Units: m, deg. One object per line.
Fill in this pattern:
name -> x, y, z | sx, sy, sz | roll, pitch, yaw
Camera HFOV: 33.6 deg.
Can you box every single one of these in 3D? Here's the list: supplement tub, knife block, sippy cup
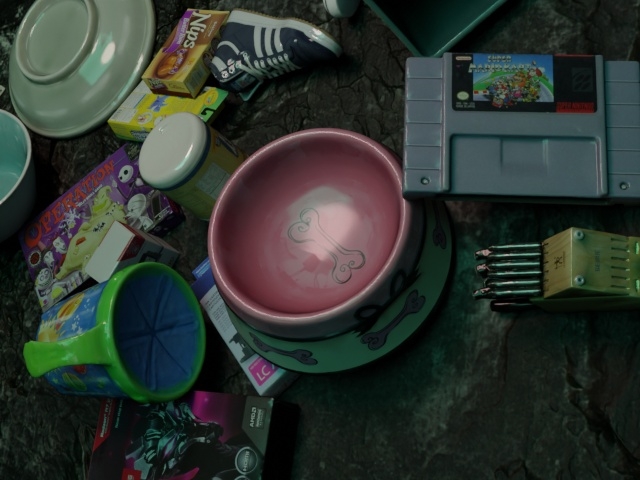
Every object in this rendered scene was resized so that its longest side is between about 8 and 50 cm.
supplement tub -> -0.205, -0.120, 1.862 | 0.144, 0.199, 0.144 | -19, 55, 29
knife block -> 0.370, 0.058, 1.559 | 0.275, 0.242, 0.088 | 8, 75, -14
sippy cup -> -0.351, 0.168, 1.787 | 0.224, 0.305, 0.240 | -13, 53, 32

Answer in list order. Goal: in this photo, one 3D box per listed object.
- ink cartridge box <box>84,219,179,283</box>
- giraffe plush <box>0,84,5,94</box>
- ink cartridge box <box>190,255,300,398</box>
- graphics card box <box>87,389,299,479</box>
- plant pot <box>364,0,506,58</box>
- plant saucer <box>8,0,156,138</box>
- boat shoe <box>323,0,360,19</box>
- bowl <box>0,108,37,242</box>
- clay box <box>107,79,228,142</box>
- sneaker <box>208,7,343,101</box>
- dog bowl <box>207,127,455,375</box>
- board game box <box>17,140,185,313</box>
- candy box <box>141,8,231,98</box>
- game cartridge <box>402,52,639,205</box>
ink cartridge box -> -0.341, 0.039, 1.935 | 0.063, 0.150, 0.109 | 32, 92, 30
giraffe plush -> -0.794, -0.283, 2.280 | 0.181, 0.170, 0.210 | 12, 75, 33
ink cartridge box -> -0.104, 0.098, 1.831 | 0.186, 0.065, 0.311 | -44, 56, 11
graphics card box -> -0.225, 0.370, 1.794 | 0.370, 0.094, 0.233 | 1, 75, 30
plant pot -> 0.163, -0.497, 1.761 | 0.247, 0.248, 0.252 | -40, 38, 14
plant saucer -> -0.530, -0.415, 2.223 | 0.400, 0.100, 0.401 | -10, 70, 29
boat shoe -> 0.023, -0.508, 1.938 | 0.084, 0.095, 0.258 | -12, 58, 31
bowl -> -0.706, -0.104, 2.156 | 0.311, 0.163, 0.312 | -6, 56, 8
clay box -> -0.283, -0.240, 2.020 | 0.222, 0.053, 0.127 | 13, 55, 33
sneaker -> -0.090, -0.326, 1.930 | 0.282, 0.099, 0.153 | 21, 81, 41
dog bowl -> 0.000, 0.000, 1.697 | 0.407, 0.150, 0.408 | -8, 63, 17
board game box -> -0.436, -0.029, 2.077 | 0.346, 0.056, 0.208 | -37, 55, 16
candy box -> -0.248, -0.360, 2.031 | 0.109, 0.053, 0.187 | 12, 62, 33
game cartridge -> 0.301, -0.170, 1.587 | 0.354, 0.068, 0.230 | 1, 78, 3
